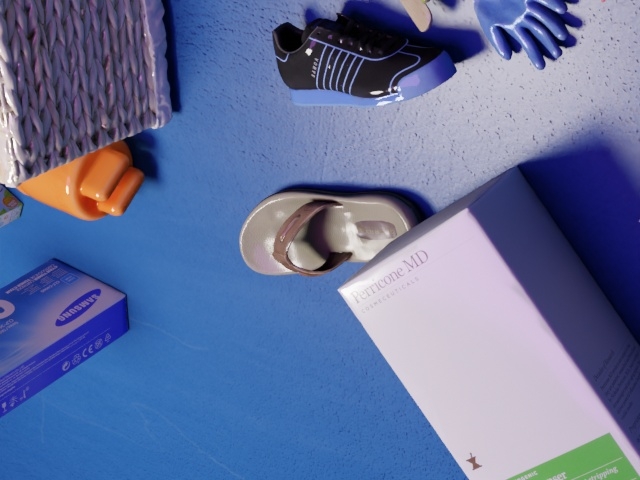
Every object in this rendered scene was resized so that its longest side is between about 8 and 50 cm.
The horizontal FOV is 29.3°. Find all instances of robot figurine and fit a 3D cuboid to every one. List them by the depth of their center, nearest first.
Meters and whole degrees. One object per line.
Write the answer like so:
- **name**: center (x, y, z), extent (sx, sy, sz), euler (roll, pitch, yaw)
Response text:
- **robot figurine**: center (-0.348, -0.106, 1.689), extent (0.219, 0.158, 0.128), euler (21, 112, 31)

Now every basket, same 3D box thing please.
- **basket**: center (-0.394, -0.286, 1.516), extent (0.328, 0.266, 0.331), euler (20, 126, 32)

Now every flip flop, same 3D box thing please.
- **flip flop**: center (0.000, 0.000, 1.482), extent (0.277, 0.080, 0.112), euler (-1, 117, 40)

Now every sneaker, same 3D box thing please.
- **sneaker**: center (0.038, -0.199, 1.321), extent (0.232, 0.081, 0.090), euler (1, 124, 42)

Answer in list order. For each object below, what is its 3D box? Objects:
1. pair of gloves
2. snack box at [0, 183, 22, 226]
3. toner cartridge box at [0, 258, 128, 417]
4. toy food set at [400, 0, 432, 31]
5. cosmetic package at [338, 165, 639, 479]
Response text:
- **pair of gloves**: center (0.204, -0.265, 1.176), extent (0.159, 0.023, 0.198), euler (47, 138, 8)
- **snack box**: center (-0.550, -0.070, 1.911), extent (0.141, 0.100, 0.037), euler (41, 135, 15)
- **toner cartridge box**: center (-0.462, 0.157, 1.796), extent (0.165, 0.348, 0.075), euler (24, 129, 28)
- **toy food set**: center (0.107, -0.307, 1.203), extent (0.132, 0.038, 0.192), euler (57, 139, 18)
- **cosmetic package**: center (0.214, 0.132, 1.305), extent (0.197, 0.155, 0.365), euler (-35, 92, 35)
